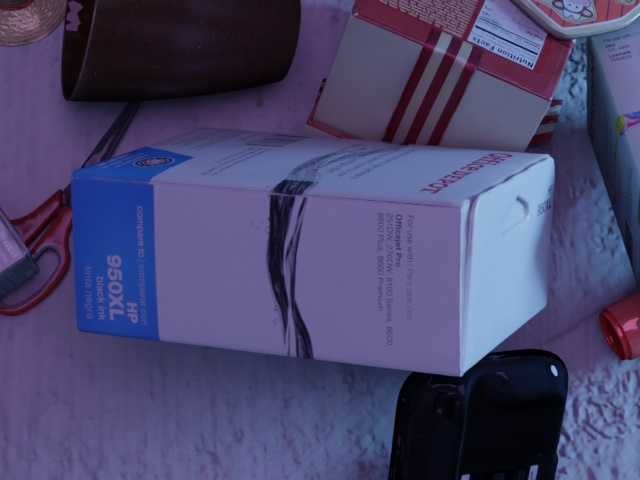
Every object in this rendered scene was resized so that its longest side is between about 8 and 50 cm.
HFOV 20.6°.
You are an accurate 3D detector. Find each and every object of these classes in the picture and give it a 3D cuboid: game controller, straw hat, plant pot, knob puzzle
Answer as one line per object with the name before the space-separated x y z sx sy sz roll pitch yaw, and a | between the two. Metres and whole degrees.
game controller | 0.147 0.233 1.706 0.166 0.319 0.067 -11 42 -19
straw hat | -0.349 -0.292 1.955 0.144 0.061 0.144 1 74 -4
plant pot | -0.146 -0.239 1.896 0.230 0.215 0.215 8 74 -17
knob puzzle | 0.256 -0.282 1.777 0.213 0.030 0.213 8 56 -11

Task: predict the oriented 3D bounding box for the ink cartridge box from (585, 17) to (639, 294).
ink cartridge box | 0.364 -0.079 1.825 0.117 0.201 0.278 -12 56 0

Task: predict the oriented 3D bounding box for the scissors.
scissors | -0.262 -0.043 1.918 0.297 0.021 0.109 -43 79 -14

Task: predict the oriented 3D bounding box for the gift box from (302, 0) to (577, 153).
gift box | 0.149 -0.196 1.867 0.255 0.258 0.276 28 53 4

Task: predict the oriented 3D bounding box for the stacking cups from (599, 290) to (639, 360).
stacking cups | 0.450 0.031 1.908 0.316 0.096 0.096 -22 78 -7

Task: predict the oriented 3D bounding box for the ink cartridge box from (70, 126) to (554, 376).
ink cartridge box | 0.000 0.000 1.702 0.395 0.285 0.166 5 104 23

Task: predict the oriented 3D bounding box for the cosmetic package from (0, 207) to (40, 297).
cosmetic package | -0.427 0.040 1.830 0.238 0.107 0.127 -35 82 -8
